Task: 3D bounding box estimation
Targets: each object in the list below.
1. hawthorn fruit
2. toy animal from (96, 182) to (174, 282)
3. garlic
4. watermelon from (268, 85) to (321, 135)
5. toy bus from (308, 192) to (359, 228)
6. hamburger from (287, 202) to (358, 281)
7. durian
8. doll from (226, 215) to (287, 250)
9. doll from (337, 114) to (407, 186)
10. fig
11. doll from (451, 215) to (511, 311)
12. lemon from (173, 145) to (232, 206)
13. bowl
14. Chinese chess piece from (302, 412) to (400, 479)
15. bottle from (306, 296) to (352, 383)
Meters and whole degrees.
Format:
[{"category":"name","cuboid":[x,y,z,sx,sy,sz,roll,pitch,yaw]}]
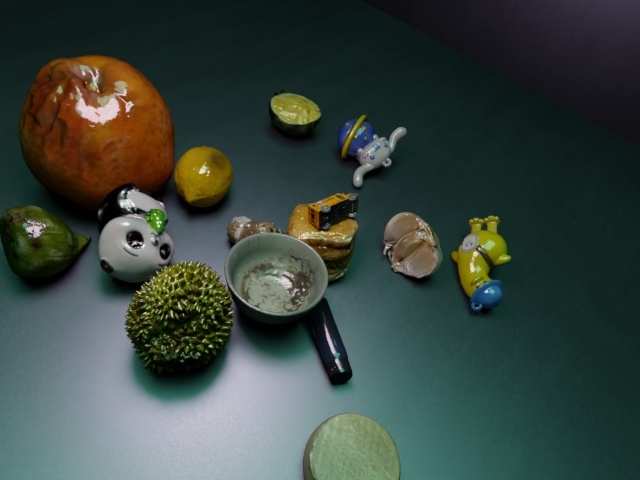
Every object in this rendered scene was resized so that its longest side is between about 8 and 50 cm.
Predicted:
[{"category":"hawthorn fruit","cuboid":[-0.679,-0.334,1.406,0.470,0.472,0.472,7,48,-8]},{"category":"toy animal","cuboid":[-0.524,-0.018,1.312,0.212,0.213,0.267,-13,52,-23]},{"category":"garlic","cuboid":[0.316,0.016,1.546,0.142,0.178,0.230,-6,64,-59]},{"category":"watermelon","cuboid":[-0.115,-0.509,1.894,0.232,0.127,0.204,31,50,11]},{"category":"toy bus","cuboid":[0.042,-0.097,1.403,0.162,0.070,0.074,-25,41,-32]},{"category":"hamburger","cuboid":[0.000,0.000,1.462,0.244,0.163,0.245,3,43,-3]},{"category":"durian","cuboid":[-0.342,0.191,1.150,0.290,0.292,0.224,-5,12,-18]},{"category":"doll","cuboid":[-0.192,-0.017,1.442,0.221,0.115,0.105,5,0,23]},{"category":"doll","cuboid":[0.163,-0.349,1.833,0.242,0.159,0.311,29,72,-5]},{"category":"fig","cuboid":[-0.736,0.000,1.275,0.235,0.203,0.203,-10,49,-49]},{"category":"doll","cuboid":[0.537,0.078,1.555,0.199,0.145,0.363,-8,49,33]},{"category":"lemon","cuboid":[-0.388,-0.213,1.532,0.188,0.188,0.257,13,47,-2]},{"category":"bowl","cuboid":[-0.133,0.128,1.293,0.288,0.146,0.290,10,45,-10]},{"category":"Chinese chess piece","cuboid":[0.068,0.521,1.068,0.237,0.092,0.238,7,49,-9]},{"category":"bottle","cuboid":[0.022,0.275,1.286,0.072,0.082,0.245,-34,51,16]}]
